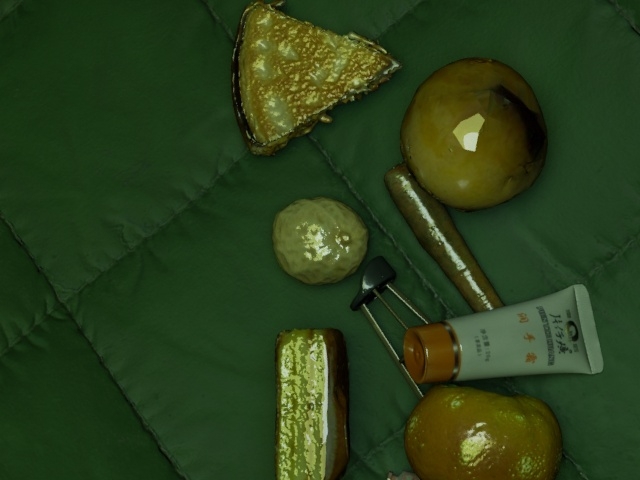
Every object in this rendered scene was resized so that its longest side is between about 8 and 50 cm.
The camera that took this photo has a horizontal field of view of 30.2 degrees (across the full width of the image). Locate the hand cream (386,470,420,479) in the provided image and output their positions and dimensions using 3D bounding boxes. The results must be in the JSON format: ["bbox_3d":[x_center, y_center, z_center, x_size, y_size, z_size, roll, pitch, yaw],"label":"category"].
[{"bbox_3d":[0.204,0.398,1.825,0.210,0.043,0.067,13,80,8],"label":"hand cream"}]

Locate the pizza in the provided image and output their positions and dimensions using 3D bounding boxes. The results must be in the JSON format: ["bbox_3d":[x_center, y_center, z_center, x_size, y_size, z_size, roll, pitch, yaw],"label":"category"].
[{"bbox_3d":[-0.031,-0.300,1.946,0.288,0.074,0.251,-26,79,7],"label":"pizza"}]

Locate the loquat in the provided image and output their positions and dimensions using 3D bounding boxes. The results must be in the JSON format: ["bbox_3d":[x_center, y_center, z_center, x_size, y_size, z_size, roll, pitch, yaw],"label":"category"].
[{"bbox_3d":[0.232,-0.156,1.791,0.235,0.235,0.235,-2,83,12],"label":"loquat"}]

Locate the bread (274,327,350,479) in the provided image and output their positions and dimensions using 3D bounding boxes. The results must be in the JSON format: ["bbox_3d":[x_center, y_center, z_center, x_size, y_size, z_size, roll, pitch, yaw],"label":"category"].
[{"bbox_3d":[-0.006,0.252,1.815,0.111,0.184,0.234,-2,84,9],"label":"bread"}]

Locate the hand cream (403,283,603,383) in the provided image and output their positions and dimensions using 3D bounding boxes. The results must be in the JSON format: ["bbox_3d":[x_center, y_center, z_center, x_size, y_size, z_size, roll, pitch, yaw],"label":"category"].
[{"bbox_3d":[0.281,0.157,1.773,0.314,0.089,0.139,-9,81,-23],"label":"hand cream"}]

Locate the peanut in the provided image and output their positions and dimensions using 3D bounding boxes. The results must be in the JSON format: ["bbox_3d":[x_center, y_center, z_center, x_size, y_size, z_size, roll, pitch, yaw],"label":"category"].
[{"bbox_3d":[0.000,0.000,1.882,0.159,0.109,0.140,-9,95,15],"label":"peanut"}]

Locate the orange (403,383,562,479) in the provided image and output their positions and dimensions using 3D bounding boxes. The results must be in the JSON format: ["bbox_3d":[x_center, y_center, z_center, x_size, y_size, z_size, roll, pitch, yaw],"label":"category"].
[{"bbox_3d":[0.243,0.307,1.747,0.237,0.158,0.179,17,105,-1],"label":"orange"}]

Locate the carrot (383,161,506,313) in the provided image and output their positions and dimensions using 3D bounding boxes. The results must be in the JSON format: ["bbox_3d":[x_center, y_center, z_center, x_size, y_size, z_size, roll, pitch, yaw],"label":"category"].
[{"bbox_3d":[0.208,0.025,1.859,0.070,0.070,0.342,-34,83,7],"label":"carrot"}]

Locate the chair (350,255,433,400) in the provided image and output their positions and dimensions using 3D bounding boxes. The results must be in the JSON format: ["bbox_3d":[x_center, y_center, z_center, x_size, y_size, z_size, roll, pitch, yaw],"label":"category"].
[{"bbox_3d":[0.125,0.137,1.850,0.095,0.104,0.221,-41,79,23],"label":"chair"}]
